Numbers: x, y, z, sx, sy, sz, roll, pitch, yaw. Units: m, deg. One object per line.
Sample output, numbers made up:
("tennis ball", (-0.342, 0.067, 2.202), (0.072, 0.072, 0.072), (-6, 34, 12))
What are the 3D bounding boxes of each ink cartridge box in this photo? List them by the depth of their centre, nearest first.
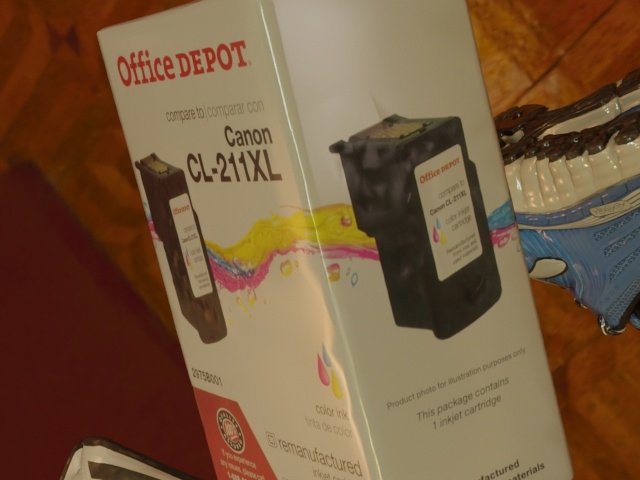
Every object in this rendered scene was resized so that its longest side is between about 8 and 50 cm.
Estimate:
("ink cartridge box", (0.000, 0.000, 0.453), (0.127, 0.072, 0.175), (3, 110, 61))

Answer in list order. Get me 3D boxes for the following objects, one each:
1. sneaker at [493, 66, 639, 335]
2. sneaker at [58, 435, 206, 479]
("sneaker", (0.150, -0.002, 0.829), (0.147, 0.130, 0.330), (55, 155, -12))
("sneaker", (-0.204, 0.296, 0.948), (0.448, 0.257, 0.169), (-24, 125, 22))
